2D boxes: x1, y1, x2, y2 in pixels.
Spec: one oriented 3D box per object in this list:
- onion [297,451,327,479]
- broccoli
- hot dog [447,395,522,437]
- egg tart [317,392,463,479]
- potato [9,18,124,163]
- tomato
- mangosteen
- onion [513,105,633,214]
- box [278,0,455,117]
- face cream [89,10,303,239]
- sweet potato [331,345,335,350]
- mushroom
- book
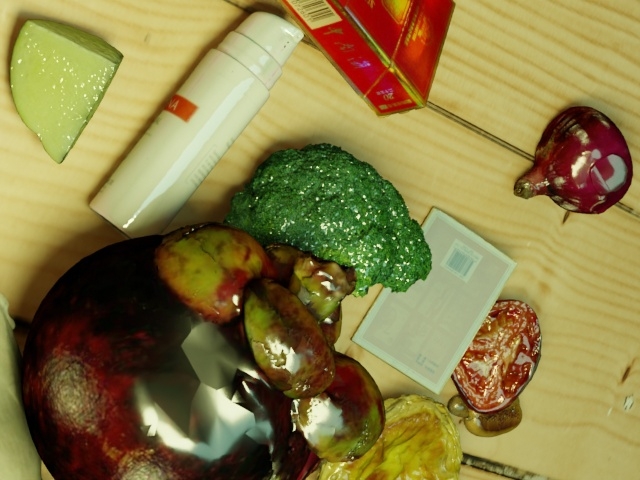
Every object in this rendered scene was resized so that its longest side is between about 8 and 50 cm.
[{"bbox_3d":[-0.076,0.259,1.916,0.195,0.272,0.272,40,80,-5],"label":"onion"},{"bbox_3d":[0.000,0.000,1.878,0.294,0.265,0.245,-1,136,-24],"label":"broccoli"},{"bbox_3d":[0.272,0.279,2.275,0.140,0.060,0.089,-12,109,-39],"label":"hot dog"},{"bbox_3d":[0.091,0.363,2.138,0.295,0.116,0.294,-15,117,-32],"label":"egg tart"},{"bbox_3d":[-0.325,-0.190,1.683,0.120,0.081,0.149,30,107,-9],"label":"potato"},{"bbox_3d":[0.271,0.177,2.212,0.174,0.082,0.166,-33,105,-15],"label":"tomato"},{"bbox_3d":[-0.144,0.167,1.682,0.421,0.381,0.381,-20,119,-7],"label":"mangosteen"},{"bbox_3d":[0.402,-0.108,2.176,0.198,0.135,0.173,-32,119,-20],"label":"onion"},{"bbox_3d":[0.050,-0.336,1.820,0.313,0.089,0.197,46,48,-38],"label":"box"},{"bbox_3d":[-0.155,-0.150,1.783,0.345,0.102,0.102,-53,128,-9],"label":"face cream"},{"bbox_3d":[-0.003,0.151,2.032,0.049,0.049,0.117,-29,125,-24],"label":"sweet potato"},{"bbox_3d":[-0.423,0.209,1.701,0.154,0.137,0.407,-47,134,-39],"label":"mushroom"},{"bbox_3d":[0.176,0.093,2.123,0.170,0.018,0.241,34,86,-15],"label":"book"}]
